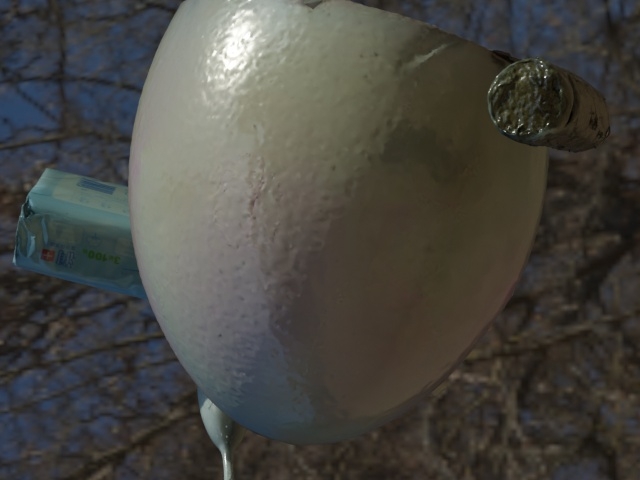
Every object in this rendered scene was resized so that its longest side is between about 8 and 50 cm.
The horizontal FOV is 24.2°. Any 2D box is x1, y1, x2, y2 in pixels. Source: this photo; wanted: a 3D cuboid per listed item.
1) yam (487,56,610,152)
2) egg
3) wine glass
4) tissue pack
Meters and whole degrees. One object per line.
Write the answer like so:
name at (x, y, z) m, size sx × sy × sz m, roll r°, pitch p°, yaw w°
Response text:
yam at (0.151, -0.085, 0.964) m, size 0.132 × 0.054 × 0.054 m, roll 3°, pitch -97°, yaw -66°
egg at (0.000, 0.000, 1.249) m, size 0.354 × 0.354 × 0.340 m, roll 23°, pitch -100°, yaw -49°
wine glass at (-0.095, 0.190, 1.505) m, size 0.066 × 0.066 × 0.198 m, roll 45°, pitch -153°, yaw -40°
tissue pack at (-0.179, 0.006, 1.564) m, size 0.177 × 0.263 × 0.089 m, roll -94°, pitch 20°, yaw -74°
